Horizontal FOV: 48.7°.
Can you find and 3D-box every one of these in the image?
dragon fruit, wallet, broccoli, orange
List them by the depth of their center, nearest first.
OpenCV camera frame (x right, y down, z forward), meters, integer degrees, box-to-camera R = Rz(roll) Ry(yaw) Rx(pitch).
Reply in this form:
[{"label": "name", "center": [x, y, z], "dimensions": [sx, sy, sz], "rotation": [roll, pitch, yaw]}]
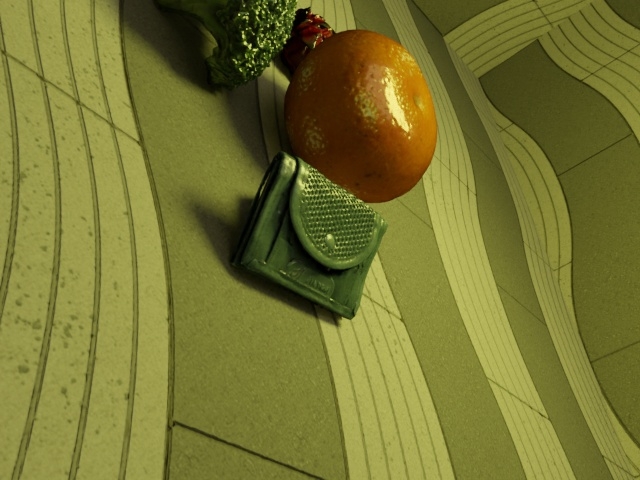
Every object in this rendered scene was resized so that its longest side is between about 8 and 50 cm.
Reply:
[{"label": "wallet", "center": [0.000, 0.000, 1.391], "dimensions": [0.342, 0.075, 0.237], "rotation": [31, 77, -43]}, {"label": "broccoli", "center": [-0.180, -0.515, 1.556], "dimensions": [0.249, 0.302, 0.375], "rotation": [-1, 100, -54]}, {"label": "orange", "center": [0.091, -0.293, 1.714], "dimensions": [0.424, 0.326, 0.424], "rotation": [25, 60, -52]}, {"label": "dragon fruit", "center": [-0.033, -0.531, 1.934], "dimensions": [0.189, 0.182, 0.182], "rotation": [41, 26, 7]}]

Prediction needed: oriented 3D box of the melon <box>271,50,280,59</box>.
[{"label": "melon", "center": [-0.167, -0.515, 1.744], "dimensions": [0.167, 0.114, 0.114], "rotation": [46, 29, -23]}]
